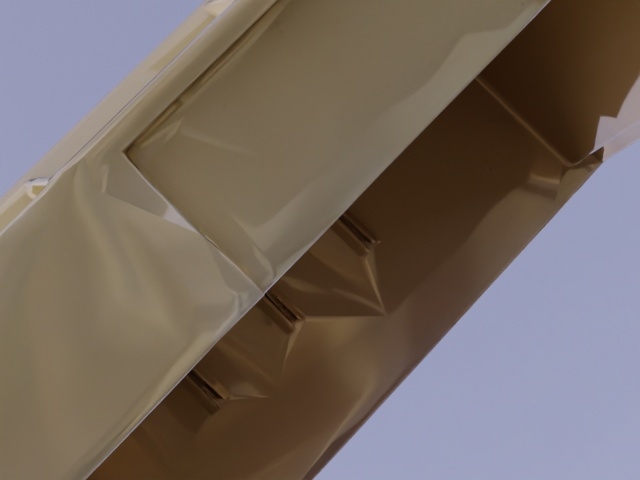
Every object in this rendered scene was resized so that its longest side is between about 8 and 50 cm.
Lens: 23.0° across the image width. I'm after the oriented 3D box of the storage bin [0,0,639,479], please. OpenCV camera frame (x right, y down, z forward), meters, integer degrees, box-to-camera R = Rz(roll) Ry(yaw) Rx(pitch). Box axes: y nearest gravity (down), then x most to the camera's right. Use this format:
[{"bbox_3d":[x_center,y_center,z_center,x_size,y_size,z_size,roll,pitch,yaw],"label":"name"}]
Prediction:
[{"bbox_3d":[0.000,0.000,0.450,0.123,0.260,0.262,45,-103,-1],"label":"storage bin"}]
